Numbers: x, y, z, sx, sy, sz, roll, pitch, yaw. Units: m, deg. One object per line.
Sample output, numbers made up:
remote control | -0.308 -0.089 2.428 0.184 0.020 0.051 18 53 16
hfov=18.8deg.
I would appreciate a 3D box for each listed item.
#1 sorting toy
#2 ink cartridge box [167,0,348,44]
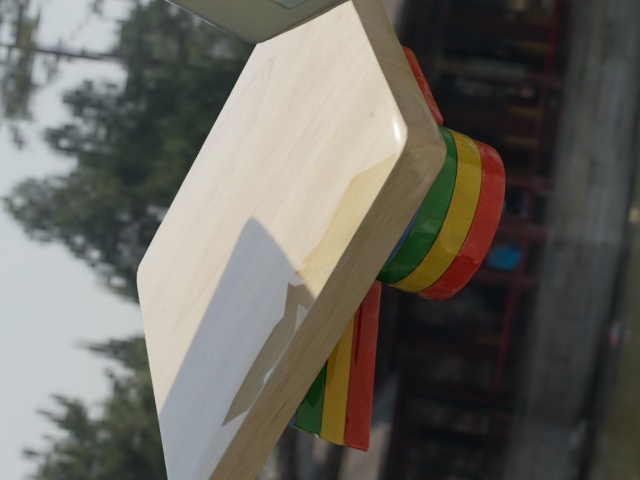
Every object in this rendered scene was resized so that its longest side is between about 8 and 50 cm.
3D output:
sorting toy | 0.000 0.000 1.083 0.257 0.089 0.255 -60 24 24
ink cartridge box | -0.107 -0.238 0.525 0.385 0.091 0.308 14 -127 -68
